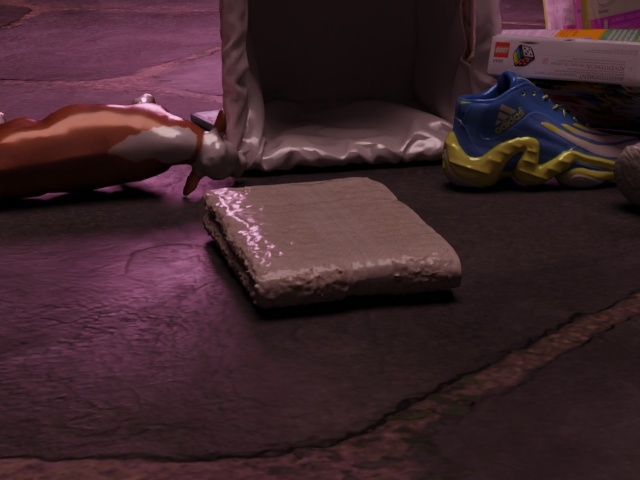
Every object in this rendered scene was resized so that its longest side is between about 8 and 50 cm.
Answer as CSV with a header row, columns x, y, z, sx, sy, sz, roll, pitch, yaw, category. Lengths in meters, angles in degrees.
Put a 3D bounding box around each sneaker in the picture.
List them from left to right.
x,y,z,sx,sy,sz,roll,pitch,yaw,category
0.255,-0.126,1.550,0.240,0.126,0.091,-5,18,-11,sneaker
0.380,-0.052,1.374,0.086,0.085,0.237,-12,21,-16,sneaker

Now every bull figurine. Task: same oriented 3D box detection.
x,y,z,sx,sy,sz,roll,pitch,yaw,category
-0.243,-0.108,1.574,0.310,0.101,0.188,-4,13,-17,bull figurine

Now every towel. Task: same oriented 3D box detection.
x,y,z,sx,sy,sz,roll,pitch,yaw,category
0.000,0.000,1.296,0.187,0.049,0.282,-7,19,-12,towel

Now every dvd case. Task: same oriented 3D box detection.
x,y,z,sx,sy,sz,roll,pitch,yaw,category
-0.108,-0.168,1.901,0.119,0.013,0.087,-11,19,-24,dvd case

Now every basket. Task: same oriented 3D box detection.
x,y,z,sx,sy,sz,roll,pitch,yaw,category
0.030,-0.273,1.717,0.331,0.328,0.266,-4,14,-9,basket

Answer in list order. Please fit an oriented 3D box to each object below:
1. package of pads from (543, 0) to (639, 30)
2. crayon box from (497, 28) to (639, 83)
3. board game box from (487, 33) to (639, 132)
x,y,z,sx,sy,sz,roll,pitch,yaw,category
0.459,-0.445,2.282,0.229,0.296,0.101,-17,15,-42,package of pads
0.368,-0.249,1.995,0.323,0.083,0.203,2,18,19,crayon box
0.346,-0.182,1.668,0.193,0.053,0.305,9,-3,29,board game box
